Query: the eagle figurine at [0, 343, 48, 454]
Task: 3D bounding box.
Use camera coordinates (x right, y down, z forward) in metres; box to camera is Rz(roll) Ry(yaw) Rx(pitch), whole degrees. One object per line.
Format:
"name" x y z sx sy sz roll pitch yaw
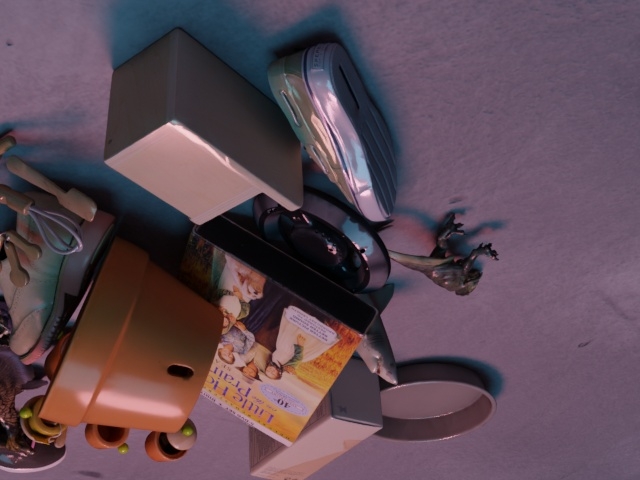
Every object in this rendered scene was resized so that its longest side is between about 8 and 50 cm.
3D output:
"eagle figurine" -0.620 0.269 1.756 0.226 0.225 0.298 -29 124 -13

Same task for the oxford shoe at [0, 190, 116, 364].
"oxford shoe" -0.436 0.054 1.529 0.146 0.140 0.397 29 134 -8

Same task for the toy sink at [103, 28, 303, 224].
"toy sink" -0.146 -0.124 1.251 0.131 0.153 0.234 -26 140 29

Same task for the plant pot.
"plant pot" -0.276 0.162 1.496 0.203 0.291 0.291 23 139 -12

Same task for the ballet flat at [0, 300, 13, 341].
"ballet flat" -0.603 0.127 1.636 0.221 0.079 0.077 14 141 -23

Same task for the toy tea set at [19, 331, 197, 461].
"toy tea set" -0.364 0.289 1.784 0.336 0.200 0.124 22 146 -31

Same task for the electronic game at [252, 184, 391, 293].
"electronic game" 0.000 0.000 1.455 0.229 0.048 0.229 24 149 16

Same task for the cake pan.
"cake pan" 0.210 0.332 2.013 0.293 0.054 0.293 -2 145 -2

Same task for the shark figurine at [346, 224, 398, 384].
"shark figurine" 0.080 0.084 1.640 0.116 0.166 0.278 -26 122 -22

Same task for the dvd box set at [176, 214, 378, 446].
"dvd box set" -0.112 0.160 1.623 0.307 0.062 0.420 32 141 3

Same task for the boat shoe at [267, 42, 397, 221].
"boat shoe" 0.024 -0.140 1.303 0.094 0.109 0.302 -1 140 25

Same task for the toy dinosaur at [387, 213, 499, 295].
"toy dinosaur" 0.201 0.028 1.555 0.268 0.064 0.118 23 126 -42

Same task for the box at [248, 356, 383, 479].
"box" -0.017 0.356 1.952 0.121 0.148 0.311 18 141 -28

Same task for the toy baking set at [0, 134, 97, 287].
"toy baking set" -0.422 -0.045 1.360 0.256 0.030 0.197 -29 99 28

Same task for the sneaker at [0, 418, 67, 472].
"sneaker" -0.635 0.386 1.979 0.295 0.105 0.147 23 143 -26
